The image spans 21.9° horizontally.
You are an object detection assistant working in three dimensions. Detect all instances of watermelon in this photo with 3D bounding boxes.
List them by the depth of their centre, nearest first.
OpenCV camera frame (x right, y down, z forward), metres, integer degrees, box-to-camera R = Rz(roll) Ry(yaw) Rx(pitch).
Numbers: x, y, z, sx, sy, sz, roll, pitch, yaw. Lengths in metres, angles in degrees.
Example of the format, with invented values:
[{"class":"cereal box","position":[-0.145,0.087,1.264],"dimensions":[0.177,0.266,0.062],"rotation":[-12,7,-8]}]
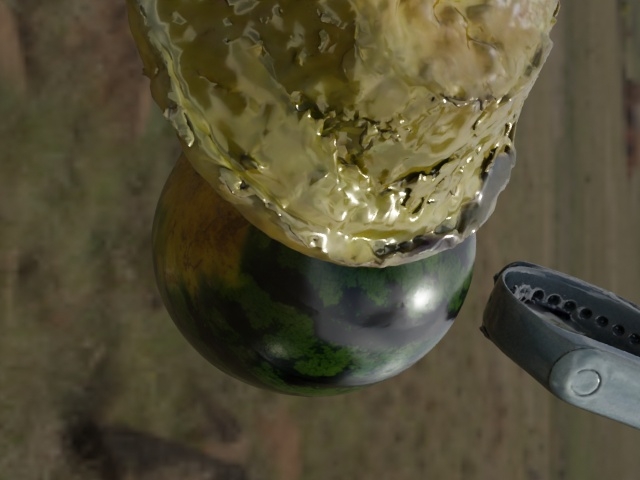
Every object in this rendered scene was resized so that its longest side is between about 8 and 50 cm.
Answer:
[{"class":"watermelon","position":[-0.005,0.000,1.312],"dimensions":[0.269,0.269,0.269],"rotation":[0,90,-80]}]

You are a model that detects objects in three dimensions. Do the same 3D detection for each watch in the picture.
[{"class":"watch","position":[0.248,0.094,1.480],"dimensions":[0.193,0.206,0.068],"rotation":[-110,-139,-62]}]

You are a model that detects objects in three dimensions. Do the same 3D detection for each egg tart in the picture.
[{"class":"egg tart","position":[0.035,-0.153,0.946],"dimensions":[0.341,0.132,0.341],"rotation":[9,75,-40]}]
